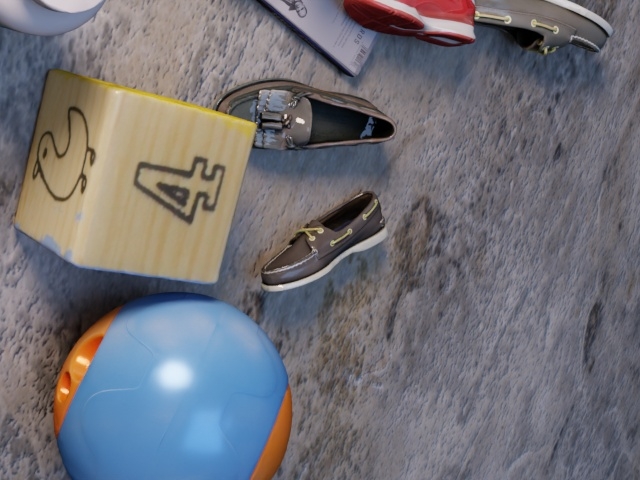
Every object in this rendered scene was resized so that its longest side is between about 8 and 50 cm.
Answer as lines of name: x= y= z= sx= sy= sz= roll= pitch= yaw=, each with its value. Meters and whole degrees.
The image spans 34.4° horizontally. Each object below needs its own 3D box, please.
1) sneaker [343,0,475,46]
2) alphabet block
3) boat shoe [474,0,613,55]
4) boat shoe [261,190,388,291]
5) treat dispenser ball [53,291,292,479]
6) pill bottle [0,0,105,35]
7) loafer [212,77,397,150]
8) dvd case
sneaker: x=0.126 y=-0.349 z=1.417 sx=0.221 sy=0.087 sz=0.128 roll=9 pitch=84 yaw=-40
alphabet block: x=-0.217 y=-0.074 z=1.201 sx=0.193 sy=0.192 sz=0.197 roll=9 pitch=98 yaw=-40
boat shoe: x=0.320 y=-0.335 z=1.574 sx=0.305 sy=0.109 sz=0.091 roll=14 pitch=97 yaw=-33
boat shoe: x=0.000 y=0.000 z=1.460 sx=0.227 sy=0.081 sz=0.069 roll=-30 pitch=118 yaw=-34
treat dispenser ball: x=-0.177 y=0.206 z=1.255 sx=0.288 sy=0.288 sz=0.288 roll=-12 pitch=111 yaw=-33
pill bottle: x=-0.298 y=-0.282 z=1.025 sx=0.146 sy=0.264 sz=0.146 roll=-12 pitch=111 yaw=-33
loafer: x=-0.014 y=-0.165 z=1.389 sx=0.267 sy=0.084 sz=0.096 roll=-3 pitch=107 yaw=-36
dvd case: x=0.009 y=-0.357 z=1.381 sx=0.238 sy=0.029 sz=0.179 roll=34 pitch=83 yaw=-39
